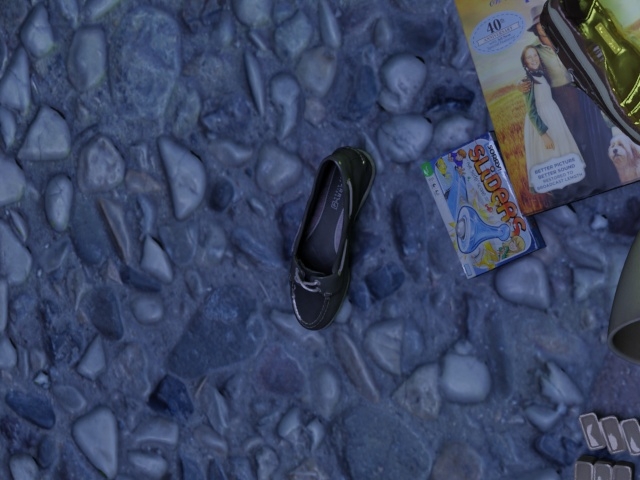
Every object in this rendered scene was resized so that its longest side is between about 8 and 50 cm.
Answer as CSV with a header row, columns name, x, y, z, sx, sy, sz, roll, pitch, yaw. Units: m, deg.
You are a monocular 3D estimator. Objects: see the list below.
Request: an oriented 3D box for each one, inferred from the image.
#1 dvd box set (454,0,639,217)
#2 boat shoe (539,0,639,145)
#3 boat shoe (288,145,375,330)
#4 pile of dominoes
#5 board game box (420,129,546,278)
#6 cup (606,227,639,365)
name,x,y,z,sx,sy,sz,roll,pitch,yaw
dvd box set,0.381,-0.277,1.922,0.308,0.062,0.420,-18,87,32
boat shoe,0.403,-0.242,1.840,0.257,0.095,0.095,60,156,3
boat shoe,0.000,0.000,2.180,0.112,0.095,0.335,24,108,28
pile of dominoes,0.512,0.362,1.953,0.251,0.040,0.196,3,98,24
board game box,0.257,-0.056,2.046,0.136,0.035,0.201,-27,82,32
cup,0.556,0.029,1.733,0.331,0.331,0.237,-8,66,33
